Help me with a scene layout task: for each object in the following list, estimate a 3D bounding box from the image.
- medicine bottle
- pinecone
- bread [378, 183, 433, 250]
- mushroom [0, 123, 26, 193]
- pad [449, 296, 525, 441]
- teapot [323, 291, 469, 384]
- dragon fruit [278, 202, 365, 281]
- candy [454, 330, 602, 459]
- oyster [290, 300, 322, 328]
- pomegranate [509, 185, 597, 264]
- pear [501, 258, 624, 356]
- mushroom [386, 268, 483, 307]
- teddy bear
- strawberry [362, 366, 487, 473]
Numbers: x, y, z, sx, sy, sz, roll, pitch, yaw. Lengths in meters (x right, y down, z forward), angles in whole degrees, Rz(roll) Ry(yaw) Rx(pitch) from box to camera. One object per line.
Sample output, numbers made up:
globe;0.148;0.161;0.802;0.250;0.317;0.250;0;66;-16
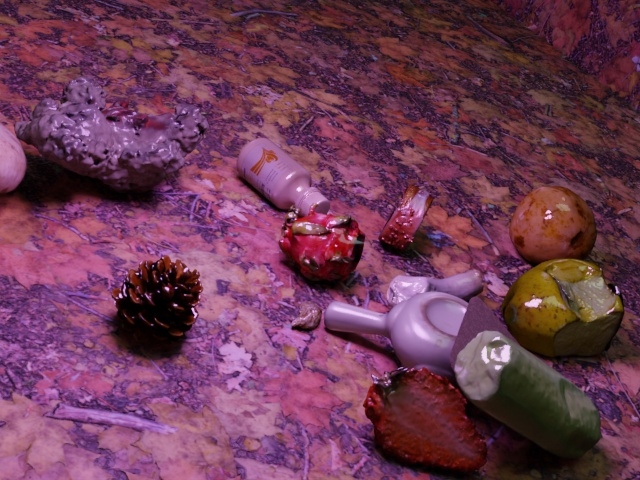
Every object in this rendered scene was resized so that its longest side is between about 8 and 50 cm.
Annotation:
medicine bottle;-0.082;-0.135;2.315;0.114;0.114;0.252;-16;46;-45
pinecone;-0.285;0.103;1.778;0.173;0.174;0.173;15;31;-9
bread;0.201;-0.051;2.310;0.073;0.160;0.160;31;31;-1
mushroom;-0.705;-0.161;1.921;0.254;0.184;0.255;14;34;-10
pad;0.337;0.244;1.872;0.266;0.002;0.176;47;49;-26
teapot;0.187;0.176;1.951;0.220;0.149;0.318;-20;48;-42
dragon fruit;0.000;0.000;2.100;0.172;0.166;0.160;14;28;-7
candy;0.385;0.288;1.797;0.343;0.132;0.142;34;7;-35
oyster;-0.030;0.142;1.983;0.080;0.038;0.083;2;37;-25
pomegranate;0.578;-0.033;2.475;0.215;0.215;0.215;15;31;-9
pear;0.511;0.132;2.201;0.255;0.164;0.238;1;38;-28
mushroom;0.249;0.110;2.147;0.278;0.096;0.099;-4;40;-41
teddy bear;-0.458;-0.226;2.072;0.357;0.224;0.367;17;5;11
strawberry;0.178;0.314;1.754;0.175;0.236;0.107;-26;13;3
